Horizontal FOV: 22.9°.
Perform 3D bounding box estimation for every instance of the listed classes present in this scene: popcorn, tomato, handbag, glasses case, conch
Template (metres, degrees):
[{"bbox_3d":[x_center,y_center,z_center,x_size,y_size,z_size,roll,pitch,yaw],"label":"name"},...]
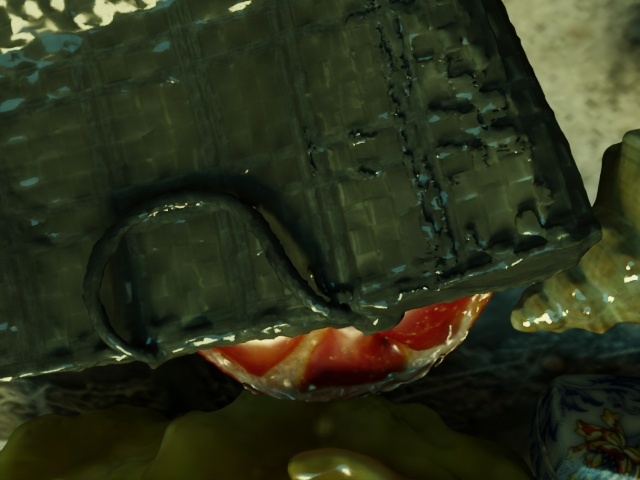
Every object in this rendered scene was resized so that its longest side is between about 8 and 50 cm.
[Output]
[{"bbox_3d":[-0.024,0.219,0.769,0.334,0.292,0.293,1,147,21],"label":"popcorn"},{"bbox_3d":[0.000,0.000,0.710,0.156,0.069,0.155,1,131,1],"label":"tomato"},{"bbox_3d":[-0.040,-0.041,0.602,0.270,0.175,0.089,-13,175,17],"label":"handbag"},{"bbox_3d":[0.227,0.123,0.797,0.248,0.087,0.065,14,121,-8],"label":"glasses case"},{"bbox_3d":[0.172,-0.034,0.641,0.137,0.234,0.114,41,158,8],"label":"conch"}]
